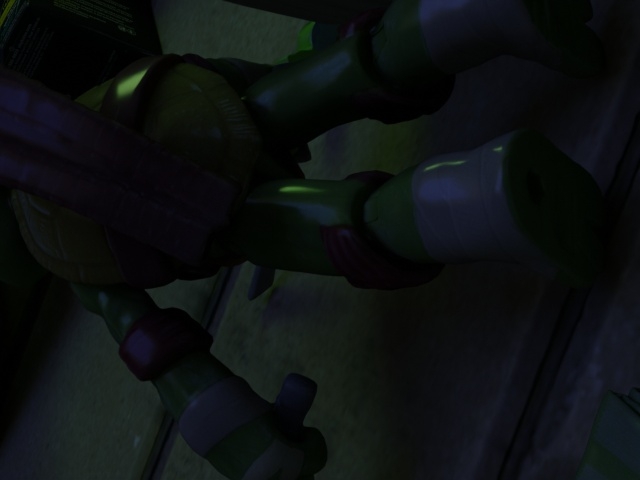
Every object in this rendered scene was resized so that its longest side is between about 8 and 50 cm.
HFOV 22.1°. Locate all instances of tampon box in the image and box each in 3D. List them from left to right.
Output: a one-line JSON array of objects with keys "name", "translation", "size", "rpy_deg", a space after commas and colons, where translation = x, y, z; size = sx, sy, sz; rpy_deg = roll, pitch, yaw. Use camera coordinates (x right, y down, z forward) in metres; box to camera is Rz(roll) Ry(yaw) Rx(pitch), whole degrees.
[{"name": "tampon box", "translation": [-0.193, -0.139, 1.181], "size": [0.120, 0.101, 0.161], "rpy_deg": [-58, 27, 23]}]

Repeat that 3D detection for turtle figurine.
[{"name": "turtle figurine", "translation": [0.000, 0.000, 0.672], "size": [0.266, 0.274, 0.198], "rpy_deg": [-17, 22, 33]}]

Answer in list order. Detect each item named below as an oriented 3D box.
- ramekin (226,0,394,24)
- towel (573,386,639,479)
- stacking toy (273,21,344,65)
[{"name": "ramekin", "translation": [0.002, -0.191, 0.700], "size": [0.207, 0.109, 0.207], "rpy_deg": [-35, 46, 47]}, {"name": "towel", "translation": [0.099, 0.115, 0.468], "size": [0.113, 0.023, 0.152], "rpy_deg": [-65, 24, 7]}, {"name": "stacking toy", "translation": [0.042, -0.183, 0.787], "size": [0.167, 0.052, 0.221], "rpy_deg": [-9, 64, 63]}]
